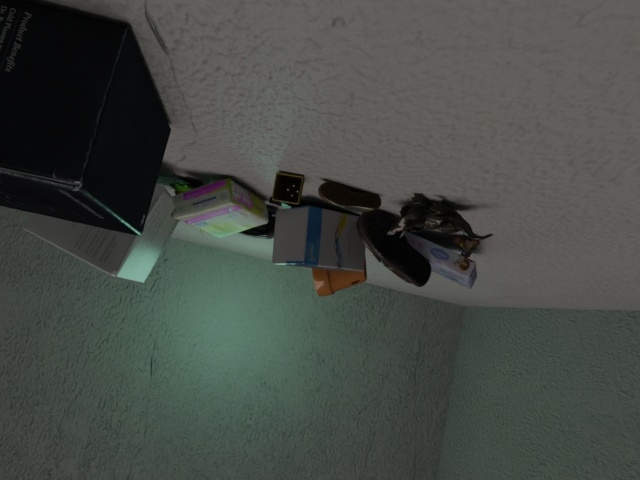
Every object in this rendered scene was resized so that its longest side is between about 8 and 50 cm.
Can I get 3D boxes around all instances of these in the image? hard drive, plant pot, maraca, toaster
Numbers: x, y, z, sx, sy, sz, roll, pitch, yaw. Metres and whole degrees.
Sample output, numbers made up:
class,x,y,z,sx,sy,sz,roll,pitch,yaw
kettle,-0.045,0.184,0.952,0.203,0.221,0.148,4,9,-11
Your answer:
class,x,y,z,sx,sy,sz,roll,pitch,yaw
hard drive,-0.104,-0.129,1.823,0.135,0.022,0.094,15,170,-23
plant pot,0.081,0.079,2.148,0.203,0.291,0.291,-6,168,9
plant pot,-0.089,-0.150,1.521,0.081,0.082,0.083,11,-177,8
maraca,-0.471,-0.161,1.876,0.127,0.099,0.186,8,158,14
toaster,-0.251,-0.074,2.035,0.226,0.129,0.146,10,175,1

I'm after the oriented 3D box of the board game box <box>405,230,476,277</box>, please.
class,x,y,z,sx,sy,sz,roll,pitch,yaw
board game box,0.429,0.069,1.957,0.318,0.066,0.318,26,176,20

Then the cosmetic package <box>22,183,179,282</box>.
class,x,y,z,sx,sy,sz,roll,pitch,yaw
cosmetic package,-0.722,-0.075,1.800,0.327,0.330,0.394,27,171,-2

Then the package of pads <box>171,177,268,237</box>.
class,x,y,z,sx,sy,sz,roll,pitch,yaw
package of pads,-0.334,-0.109,1.802,0.229,0.101,0.296,-15,164,15

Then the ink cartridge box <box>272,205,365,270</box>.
class,x,y,z,sx,sy,sz,roll,pitch,yaw
ink cartridge box,0.000,0.000,1.828,0.270,0.197,0.198,9,173,-37

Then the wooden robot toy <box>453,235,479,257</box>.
class,x,y,z,sx,sy,sz,roll,pitch,yaw
wooden robot toy,0.505,0.008,1.819,0.079,0.076,0.173,46,-177,20

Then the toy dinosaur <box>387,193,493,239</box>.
class,x,y,z,sx,sy,sz,roll,pitch,yaw
toy dinosaur,0.333,-0.065,1.472,0.313,0.121,0.160,3,180,25

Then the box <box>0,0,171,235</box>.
class,x,y,z,sx,sy,sz,roll,pitch,yaw
box,-0.589,-0.226,1.007,0.471,0.298,0.480,14,170,-6

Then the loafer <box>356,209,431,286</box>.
class,x,y,z,sx,sy,sz,roll,pitch,yaw
loafer,0.230,0.035,1.773,0.366,0.134,0.130,47,156,-27

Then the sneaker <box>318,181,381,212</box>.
class,x,y,z,sx,sy,sz,roll,pitch,yaw
sneaker,0.075,-0.118,1.524,0.192,0.064,0.086,11,166,-17
